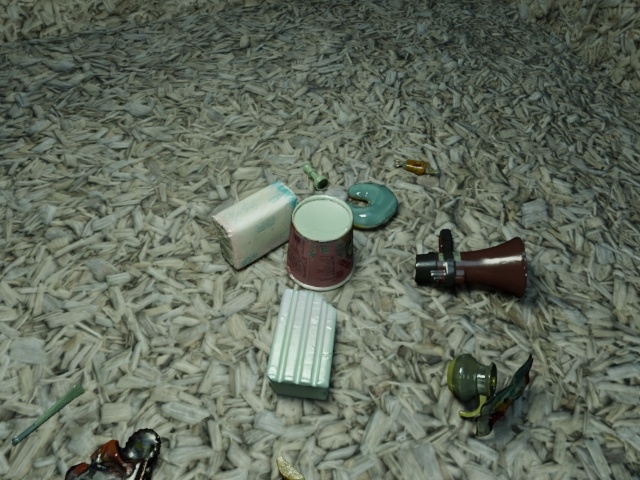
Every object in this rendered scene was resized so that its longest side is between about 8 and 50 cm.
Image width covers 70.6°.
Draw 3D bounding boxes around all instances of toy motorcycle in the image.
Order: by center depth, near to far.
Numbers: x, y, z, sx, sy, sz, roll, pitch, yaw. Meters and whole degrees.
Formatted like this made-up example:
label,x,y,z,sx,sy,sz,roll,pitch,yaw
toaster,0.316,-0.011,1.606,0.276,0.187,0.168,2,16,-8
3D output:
label,x,y,z,sx,sy,sz,roll,pitch,yaw
toy motorcycle,-0.494,0.619,0.992,0.207,0.134,0.401,2,50,-1

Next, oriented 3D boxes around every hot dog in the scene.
label,x,y,z,sx,sy,sz,roll,pitch,yaw
hot dog,-0.079,0.571,1.112,0.090,0.030,0.034,34,59,22

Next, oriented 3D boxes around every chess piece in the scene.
label,x,y,z,sx,sy,sz,roll,pitch,yaw
chess piece,-0.029,-0.257,1.757,0.059,0.059,0.149,-24,49,-20

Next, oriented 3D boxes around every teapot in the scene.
label,x,y,z,sx,sy,sz,roll,pitch,yaw
teapot,0.410,0.391,1.219,0.119,0.130,0.166,0,80,33

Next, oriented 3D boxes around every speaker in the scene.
label,x,y,z,sx,sy,sz,roll,pitch,yaw
speaker,0.478,0.045,1.466,0.329,0.198,0.259,5,64,12

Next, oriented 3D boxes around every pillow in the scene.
label,x,y,z,sx,sy,sz,roll,pitch,yaw
pillow,0.168,-0.133,1.647,0.214,0.086,0.233,24,53,22

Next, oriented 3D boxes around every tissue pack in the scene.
label,x,y,z,sx,sy,sz,roll,pitch,yaw
tissue pack,-0.203,-0.050,1.489,0.271,0.201,0.124,-32,52,-25

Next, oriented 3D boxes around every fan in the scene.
label,x,y,z,sx,sy,sz,roll,pitch,yaw
fan,-0.710,0.451,1.179,0.016,0.038,0.193,30,58,34

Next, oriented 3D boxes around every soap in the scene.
label,x,y,z,sx,sy,sz,roll,pitch,yaw
soap,-0.047,0.291,1.294,0.172,0.095,0.290,6,51,3

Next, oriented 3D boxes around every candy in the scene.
label,x,y,z,sx,sy,sz,roll,pitch,yaw
candy,0.383,-0.291,1.804,0.182,0.046,0.053,17,56,16

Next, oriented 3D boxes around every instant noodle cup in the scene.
label,x,y,z,sx,sy,sz,roll,pitch,yaw
instant noodle cup,0.000,0.000,1.440,0.243,0.231,0.243,1,51,-1

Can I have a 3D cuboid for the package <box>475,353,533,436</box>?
label,x,y,z,sx,sy,sz,roll,pitch,yaw
package,0.483,0.410,1.175,0.232,0.166,0.040,-28,41,-27
